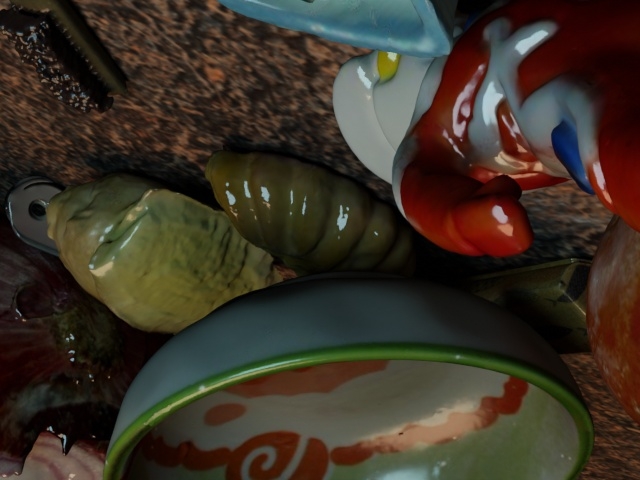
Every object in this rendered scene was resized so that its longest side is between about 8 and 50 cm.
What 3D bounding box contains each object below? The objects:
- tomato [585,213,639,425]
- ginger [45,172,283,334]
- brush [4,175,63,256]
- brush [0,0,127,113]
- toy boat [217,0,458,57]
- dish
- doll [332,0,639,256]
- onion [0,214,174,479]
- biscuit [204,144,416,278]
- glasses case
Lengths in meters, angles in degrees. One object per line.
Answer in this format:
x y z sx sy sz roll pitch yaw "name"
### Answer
0.230 0.056 0.733 0.200 0.139 0.233 26 163 7 "tomato"
-0.123 0.008 1.092 0.122 0.115 0.193 35 -179 39 "ginger"
-0.129 0.037 1.206 0.313 0.072 0.067 28 174 -16 "brush"
-0.173 -0.141 0.798 0.043 0.036 0.248 11 159 19 "brush"
-0.095 -0.155 0.519 0.332 0.133 0.145 23 160 -6 "toy boat"
0.014 0.105 0.960 0.324 0.124 0.324 -5 146 -3 "dish"
0.105 -0.056 0.522 0.099 0.188 0.384 59 164 -11 "doll"
-0.276 0.129 1.241 0.341 0.341 0.341 20 161 7 "onion"
0.000 0.000 0.960 0.118 0.061 0.183 4 154 39 "biscuit"
0.139 0.045 0.961 0.064 0.041 0.170 43 156 -16 "glasses case"
